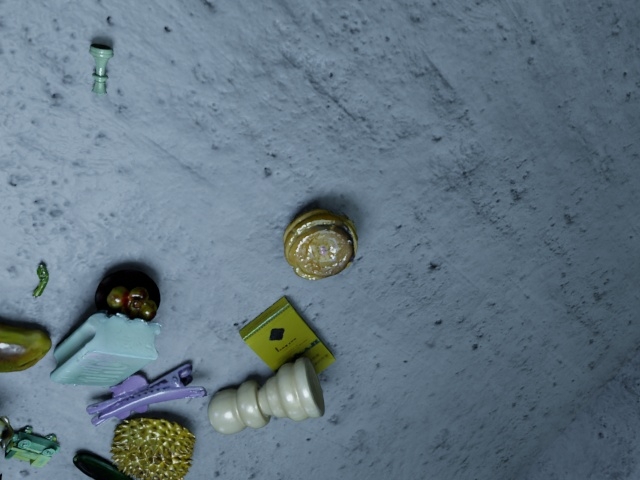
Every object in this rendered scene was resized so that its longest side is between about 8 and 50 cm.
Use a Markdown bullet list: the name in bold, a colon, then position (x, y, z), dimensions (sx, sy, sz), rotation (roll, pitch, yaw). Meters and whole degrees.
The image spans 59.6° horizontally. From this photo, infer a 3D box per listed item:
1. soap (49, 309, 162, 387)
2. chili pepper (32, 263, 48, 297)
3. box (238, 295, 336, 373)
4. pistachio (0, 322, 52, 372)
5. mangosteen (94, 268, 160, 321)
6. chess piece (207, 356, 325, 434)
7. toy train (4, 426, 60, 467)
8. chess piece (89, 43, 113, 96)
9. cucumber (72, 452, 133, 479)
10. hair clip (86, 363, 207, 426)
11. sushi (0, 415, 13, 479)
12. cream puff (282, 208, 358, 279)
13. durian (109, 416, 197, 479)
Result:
- **soap**: position (-0.467, 0.244, 1.201), dimensions (0.150, 0.094, 0.261), rotation (22, 141, -32)
- **chili pepper**: position (-0.585, 0.083, 1.173), dimensions (0.027, 0.022, 0.083), rotation (7, 117, -31)
- **box**: position (-0.084, 0.289, 1.522), dimensions (0.153, 0.041, 0.279), rotation (-37, 126, -2)
- **pistachio**: position (-0.663, 0.223, 1.162), dimensions (0.189, 0.100, 0.110), rotation (23, 101, -35)
- **mangosteen**: position (-0.410, 0.128, 1.205), dimensions (0.137, 0.151, 0.137), rotation (-5, 99, -31)
- **chess piece**: position (-0.152, 0.427, 1.471), dimensions (0.299, 0.167, 0.167), rotation (-19, 125, 5)
- **toy train**: position (-0.688, 0.493, 1.333), dimensions (0.081, 0.050, 0.122), rotation (-44, 128, 11)
- **chess piece**: position (-0.407, -0.312, 1.035), dimensions (0.042, 0.042, 0.093), rotation (-1, 121, -26)
- **cucumber**: position (-0.551, 0.622, 1.469), dimensions (0.056, 0.056, 0.284), rotation (-34, 129, -6)
- **hair clip**: position (-0.425, 0.382, 1.385), dimensions (0.278, 0.090, 0.137), rotation (-10, 133, -13)
- **sushi**: position (-0.819, 0.440, 1.115), dimensions (0.328, 0.285, 0.329), rotation (18, 129, -27)
- **cream puff**: position (0.000, 0.000, 1.352), dimensions (0.189, 0.129, 0.189), rotation (-7, 120, -12)
- **durian**: position (-0.426, 0.548, 1.433), dimensions (0.183, 0.138, 0.249), rotation (-25, 128, 37)
